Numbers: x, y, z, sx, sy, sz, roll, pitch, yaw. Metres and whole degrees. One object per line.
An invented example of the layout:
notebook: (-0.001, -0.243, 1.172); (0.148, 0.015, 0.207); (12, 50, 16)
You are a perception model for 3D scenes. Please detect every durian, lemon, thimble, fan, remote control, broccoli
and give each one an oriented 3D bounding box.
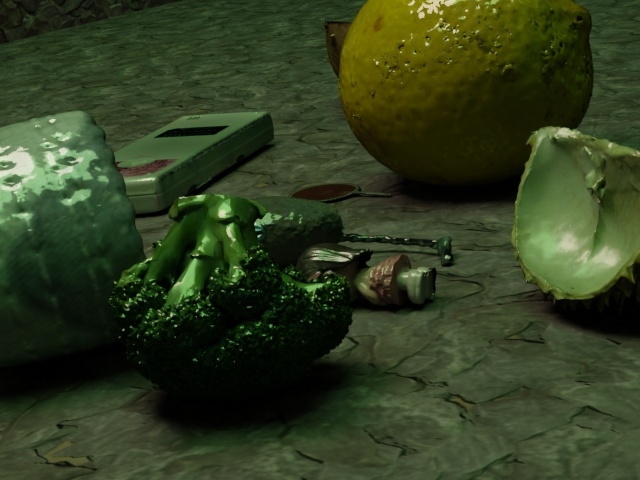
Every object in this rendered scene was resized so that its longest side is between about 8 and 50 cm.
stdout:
durian: (0.240, -0.011, 1.166); (0.144, 0.139, 0.252); (-18, 19, -15)
lemon: (0.155, -0.186, 1.596); (0.310, 0.257, 0.258); (-9, 14, 29)
thimble: (-0.248, -0.001, 1.255); (0.172, 0.204, 0.250); (-18, 34, -10)
fan: (0.024, -0.054, 1.650); (0.133, 0.005, 0.085); (3, 19, 35)
remote control: (-0.189, -0.102, 1.836); (0.145, 0.050, 0.344); (-1, 18, 24)
broccoli: (-0.069, 0.049, 1.108); (0.196, 0.156, 0.195); (-3, -17, -1)

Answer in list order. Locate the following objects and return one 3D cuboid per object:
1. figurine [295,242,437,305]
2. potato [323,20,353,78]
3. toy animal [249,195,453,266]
figurine: (0.039, 0.029, 1.281); (0.129, 0.054, 0.072); (1, 11, 24)
potato: (0.127, -0.261, 2.116); (0.239, 0.115, 0.299); (2, 7, 13)
toy animal: (0.005, -0.002, 1.406); (0.253, 0.070, 0.079); (6, 53, 6)
